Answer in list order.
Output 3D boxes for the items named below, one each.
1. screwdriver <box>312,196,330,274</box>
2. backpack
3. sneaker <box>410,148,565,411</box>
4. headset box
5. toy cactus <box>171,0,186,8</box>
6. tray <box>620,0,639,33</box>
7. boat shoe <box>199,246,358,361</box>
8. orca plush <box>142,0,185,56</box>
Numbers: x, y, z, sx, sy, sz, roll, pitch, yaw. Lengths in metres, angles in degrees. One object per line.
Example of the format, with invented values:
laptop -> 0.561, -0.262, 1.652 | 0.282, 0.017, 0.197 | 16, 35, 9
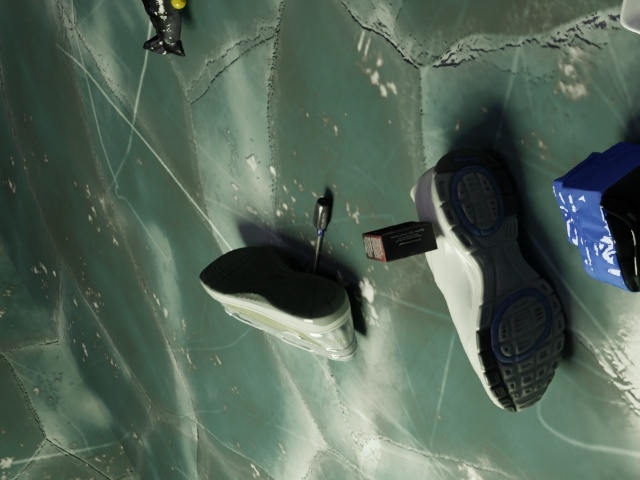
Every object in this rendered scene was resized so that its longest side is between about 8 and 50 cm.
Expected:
screwdriver -> 0.000, 0.000, 1.550 | 0.024, 0.025, 0.170 | 47, 154, 30
backpack -> 0.278, -0.020, 1.003 | 0.101, 0.098, 0.120 | 24, 143, 62
sneaker -> 0.183, 0.046, 1.217 | 0.129, 0.111, 0.297 | 168, 87, -72
headset box -> 0.088, 0.001, 1.195 | 0.083, 0.062, 0.032 | -173, 68, -77
toy cactus -> -0.186, -0.359, 1.430 | 0.219, 0.180, 0.112 | -175, 72, -69
tray -> 0.319, -0.264, 0.810 | 0.145, 0.030, 0.270 | 30, 136, 31
boat shoe -> -0.067, 0.093, 1.622 | 0.320, 0.118, 0.103 | 17, 136, 46
orca plush -> -0.264, -0.405, 1.574 | 0.151, 0.102, 0.287 | -123, 30, -45
